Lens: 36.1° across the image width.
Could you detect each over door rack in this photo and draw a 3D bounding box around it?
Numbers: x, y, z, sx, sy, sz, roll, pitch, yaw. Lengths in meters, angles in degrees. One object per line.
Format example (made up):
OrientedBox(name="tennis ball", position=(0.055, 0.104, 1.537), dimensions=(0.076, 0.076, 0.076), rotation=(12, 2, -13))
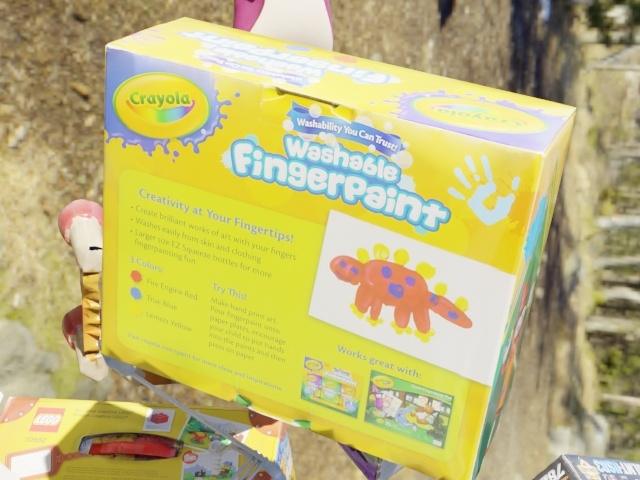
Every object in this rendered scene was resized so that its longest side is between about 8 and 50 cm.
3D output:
OrientedBox(name="over door rack", position=(-0.241, 0.307, 1.288), dimensions=(0.239, 0.324, 0.108), rotation=(-46, 161, -32))

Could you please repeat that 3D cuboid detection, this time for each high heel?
OrientedBox(name="high heel", position=(-0.056, -0.319, 1.218), dimensions=(0.181, 0.127, 0.377), rotation=(-113, -152, -49))

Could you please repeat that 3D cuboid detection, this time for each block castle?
OrientedBox(name="block castle", position=(-0.236, 0.072, 1.786), dimensions=(0.213, 0.453, 0.303), rotation=(-126, -143, -57))

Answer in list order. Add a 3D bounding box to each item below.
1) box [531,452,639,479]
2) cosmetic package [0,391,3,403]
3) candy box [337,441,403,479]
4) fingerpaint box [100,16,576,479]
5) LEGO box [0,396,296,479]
OrientedBox(name="box", position=(0.345, 0.441, 1.493), dimensions=(0.296, 0.293, 0.073), rotation=(18, 34, -49))
OrientedBox(name="cosmetic package", position=(-0.584, 0.218, 1.271), dimensions=(0.224, 0.225, 0.138), rotation=(43, 51, -45))
OrientedBox(name="candy box", position=(0.051, 0.226, 1.321), dimensions=(0.070, 0.165, 0.196), rotation=(-35, 156, -17))
OrientedBox(name="fingerpaint box", position=(0.000, 0.000, 1.031), dimensions=(0.163, 0.445, 0.371), rotation=(-42, 143, -57))
OrientedBox(name="LEGO box", position=(-0.306, 0.475, 1.777), dimensions=(0.193, 0.500, 0.372), rotation=(-81, 170, -45))
